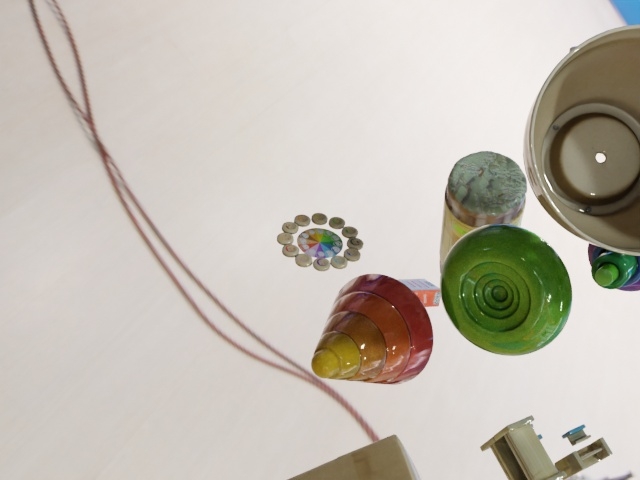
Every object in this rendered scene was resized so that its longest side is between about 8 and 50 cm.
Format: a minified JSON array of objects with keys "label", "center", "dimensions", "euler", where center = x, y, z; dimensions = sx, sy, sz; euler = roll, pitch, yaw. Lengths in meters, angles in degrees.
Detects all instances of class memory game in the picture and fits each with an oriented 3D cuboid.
[{"label":"memory game","center":[0.000,0.000,1.773],"dimensions":[0.186,0.012,0.186],"euler":[5,41,-4]}]

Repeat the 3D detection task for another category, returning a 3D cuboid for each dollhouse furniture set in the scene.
[{"label":"dollhouse furniture set","center":[0.440,0.414,1.649],"dimensions":[0.184,0.129,0.129],"euler":[-15,65,-26]}]

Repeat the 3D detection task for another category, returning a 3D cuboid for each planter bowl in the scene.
[{"label":"planter bowl","center":[0.224,-0.068,0.633],"dimensions":[0.162,0.162,0.109],"euler":[60,-2,1]}]

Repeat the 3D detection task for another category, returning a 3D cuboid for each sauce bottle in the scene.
[{"label":"sauce bottle","center":[0.230,0.012,1.229],"dimensions":[0.344,0.112,0.111],"euler":[79,6,-58]}]

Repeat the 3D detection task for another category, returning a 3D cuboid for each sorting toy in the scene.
[{"label":"sorting toy","center":[0.124,0.066,0.754],"dimensions":[0.126,0.366,0.127],"euler":[-22,89,-54]}]

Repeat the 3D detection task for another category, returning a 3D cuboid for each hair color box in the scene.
[{"label":"hair color box","center":[0.184,0.114,1.811],"dimensions":[0.141,0.072,0.043],"euler":[-1,109,-29]}]

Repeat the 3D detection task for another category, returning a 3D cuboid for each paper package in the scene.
[{"label":"paper package","center":[0.080,0.578,1.548],"dimensions":[0.168,0.310,0.324],"euler":[66,1,-51]}]

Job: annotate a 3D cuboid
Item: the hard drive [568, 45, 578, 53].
[{"label":"hard drive","center":[0.608,-0.312,1.408],"dimensions":[0.203,0.308,0.040],"euler":[-6,100,-40]}]
